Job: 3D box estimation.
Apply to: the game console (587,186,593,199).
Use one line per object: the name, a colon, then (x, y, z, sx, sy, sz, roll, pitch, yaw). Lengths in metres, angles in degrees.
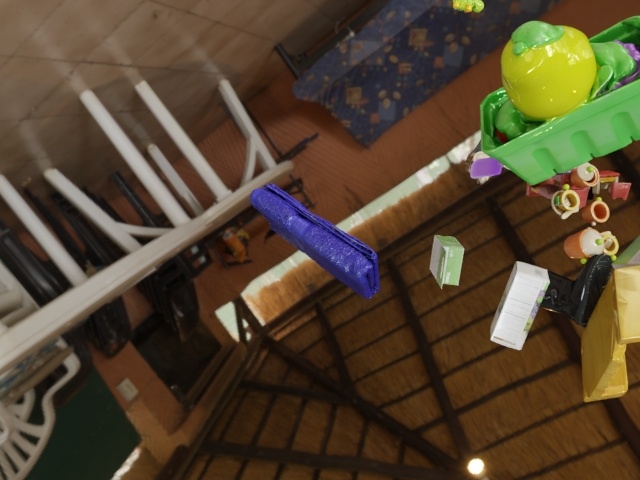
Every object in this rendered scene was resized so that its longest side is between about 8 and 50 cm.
game console: (1.058, -0.234, 2.105, 0.071, 0.122, 0.107, -11, -151, 7)

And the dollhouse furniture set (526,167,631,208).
dollhouse furniture set: (0.974, -0.227, 1.892, 0.373, 0.152, 0.201, -7, -158, -14)

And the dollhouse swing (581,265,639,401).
dollhouse swing: (0.913, 0.270, 1.397, 0.304, 0.347, 0.315, 9, -131, 15)

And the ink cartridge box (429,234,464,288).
ink cartridge box: (0.364, 0.060, 1.475, 0.062, 0.109, 0.209, 7, -167, 2)

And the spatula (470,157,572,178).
spatula: (0.624, -0.224, 1.612, 0.296, 0.030, 0.084, 5, -125, 14)

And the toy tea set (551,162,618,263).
toy tea set: (0.866, -0.088, 1.652, 0.199, 0.336, 0.124, -13, 174, -17)

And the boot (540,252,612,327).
boot: (0.801, 0.132, 1.664, 0.094, 0.247, 0.207, 1, -163, -27)

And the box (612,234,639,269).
box: (1.150, 0.021, 1.676, 0.232, 0.058, 0.322, -41, -173, -11)

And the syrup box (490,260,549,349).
syrup box: (0.586, 0.193, 1.527, 0.093, 0.096, 0.237, -42, 147, -64)

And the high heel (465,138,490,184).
high heel: (0.549, -0.240, 1.803, 0.186, 0.093, 0.261, 105, 5, -52)

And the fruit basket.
fruit basket: (0.490, -0.328, 1.074, 0.392, 0.392, 0.283, -30, -150, 38)

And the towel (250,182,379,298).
towel: (0.000, 0.000, 1.131, 0.076, 0.308, 0.228, -52, 162, -7)

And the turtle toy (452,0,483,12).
turtle toy: (0.564, -0.915, 1.978, 0.066, 0.130, 0.095, 41, 66, -87)
